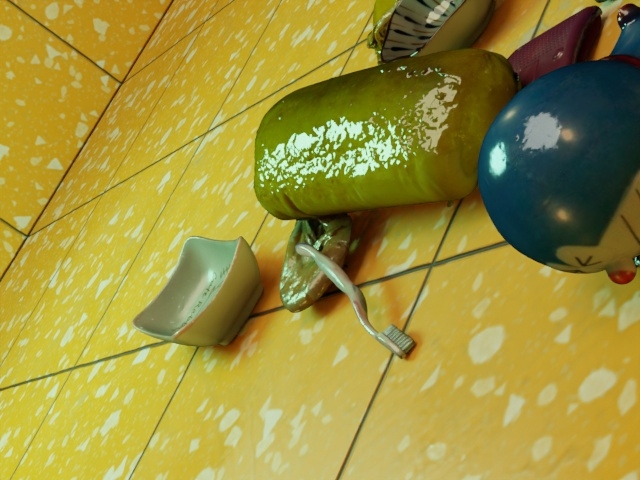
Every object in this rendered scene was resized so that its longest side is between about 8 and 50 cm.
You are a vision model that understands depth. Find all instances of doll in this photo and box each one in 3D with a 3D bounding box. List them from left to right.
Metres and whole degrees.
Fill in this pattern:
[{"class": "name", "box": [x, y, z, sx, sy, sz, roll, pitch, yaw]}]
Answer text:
[{"class": "doll", "box": [0.235, -0.082, 0.957, 0.257, 0.161, 0.215, -42, 3, -15]}]

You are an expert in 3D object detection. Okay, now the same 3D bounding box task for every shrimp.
[{"class": "shrimp", "box": [0.002, 0.001, 1.448, 0.115, 0.051, 0.217, -35, 26, 27]}]

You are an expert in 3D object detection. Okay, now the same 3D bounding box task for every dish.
[{"class": "dish", "box": [-0.146, 0.073, 1.615, 0.151, 0.077, 0.212, -57, 20, -14]}, {"class": "dish", "box": [0.156, -0.272, 1.523, 0.191, 0.066, 0.190, -44, 25, 27]}]

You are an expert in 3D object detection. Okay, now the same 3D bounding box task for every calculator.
[{"class": "calculator", "box": [0.211, -0.145, 1.247, 0.127, 0.034, 0.190, -26, 34, 48]}]

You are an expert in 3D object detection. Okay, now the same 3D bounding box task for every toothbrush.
[{"class": "toothbrush", "box": [0.029, 0.054, 1.279, 0.027, 0.021, 0.269, -36, 32, -6]}]

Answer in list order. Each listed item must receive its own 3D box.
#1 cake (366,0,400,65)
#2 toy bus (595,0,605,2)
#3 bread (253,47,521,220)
[{"class": "cake", "box": [0.115, -0.313, 1.666, 0.185, 0.080, 0.116, -16, 39, 53]}, {"class": "toy bus", "box": [0.303, -0.288, 1.202, 0.088, 0.083, 0.194, -53, 22, -9]}, {"class": "bread", "box": [0.048, -0.113, 1.333, 0.384, 0.112, 0.166, -4, 57, 57]}]
